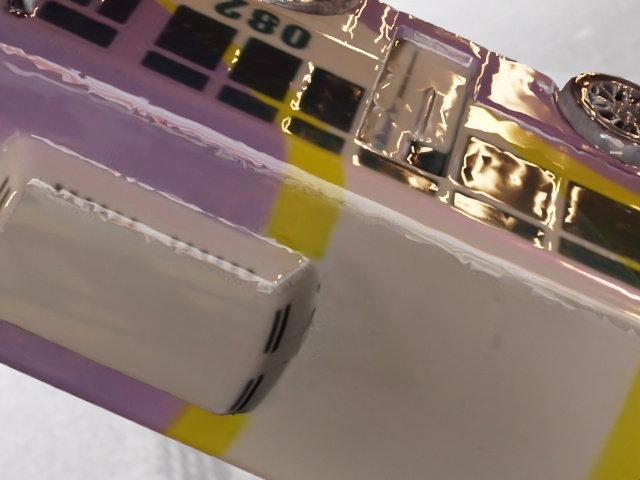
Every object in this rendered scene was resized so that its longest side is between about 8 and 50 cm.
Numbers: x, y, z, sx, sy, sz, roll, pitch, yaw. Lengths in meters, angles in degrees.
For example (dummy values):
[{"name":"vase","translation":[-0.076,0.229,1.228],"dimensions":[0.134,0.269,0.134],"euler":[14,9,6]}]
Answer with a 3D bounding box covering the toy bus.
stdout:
[{"name":"toy bus","translation":[0.000,0.000,1.001],"dimensions":[0.249,0.440,0.209],"euler":[-69,4,-57]}]
